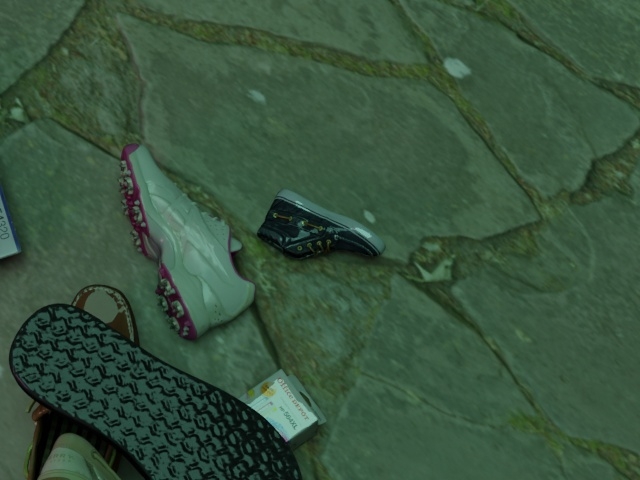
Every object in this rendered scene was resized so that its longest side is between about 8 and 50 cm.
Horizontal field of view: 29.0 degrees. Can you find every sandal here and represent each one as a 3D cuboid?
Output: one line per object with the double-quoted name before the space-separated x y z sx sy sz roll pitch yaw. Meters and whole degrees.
"sandal" -0.200 0.241 1.605 0.445 0.107 0.167 38 74 4

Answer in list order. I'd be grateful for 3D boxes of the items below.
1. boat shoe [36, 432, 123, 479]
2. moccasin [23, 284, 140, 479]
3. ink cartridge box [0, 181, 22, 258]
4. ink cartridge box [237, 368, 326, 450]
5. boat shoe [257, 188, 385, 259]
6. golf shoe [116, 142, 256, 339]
"boat shoe" -0.256 0.361 1.576 0.109 0.302 0.098 -15 40 21
"moccasin" -0.330 0.238 1.671 0.139 0.147 0.380 13 69 3
"ink cartridge box" -0.636 -0.060 1.818 0.330 0.071 0.324 -17 70 -12
"ink cartridge box" -0.071 0.250 1.706 0.143 0.090 0.092 -34 74 -13
"boat shoe" 0.000 0.000 1.823 0.183 0.065 0.083 25 73 14
"golf shoe" -0.198 -0.009 1.802 0.140 0.115 0.306 -19 77 -20
